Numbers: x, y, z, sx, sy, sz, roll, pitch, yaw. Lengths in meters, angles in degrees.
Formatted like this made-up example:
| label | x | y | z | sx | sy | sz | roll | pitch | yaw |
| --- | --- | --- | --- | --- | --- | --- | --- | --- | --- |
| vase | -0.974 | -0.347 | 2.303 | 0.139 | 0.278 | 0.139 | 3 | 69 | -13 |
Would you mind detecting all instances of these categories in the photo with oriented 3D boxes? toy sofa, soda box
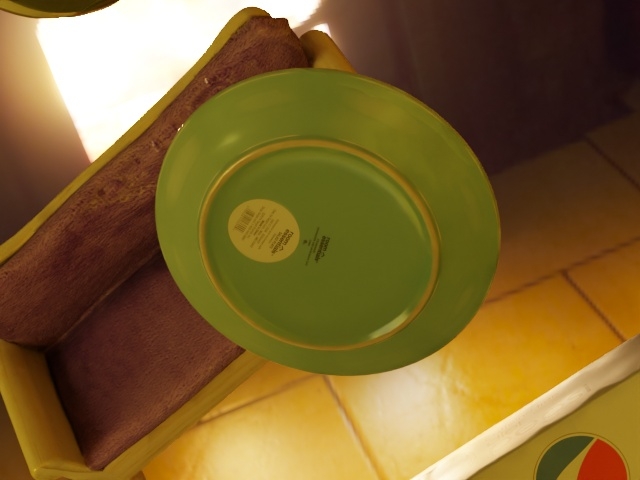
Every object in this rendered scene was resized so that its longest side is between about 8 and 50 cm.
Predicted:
| label | x | y | z | sx | sy | sz | roll | pitch | yaw |
| --- | --- | --- | --- | --- | --- | --- | --- | --- | --- |
| toy sofa | -0.091 | 0.017 | 0.953 | 0.362 | 0.177 | 0.150 | -40 | 54 | 12 |
| soda box | 0.110 | 0.139 | 0.707 | 0.216 | 0.069 | 0.074 | -33 | 3 | 5 |

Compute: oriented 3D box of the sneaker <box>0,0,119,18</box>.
| label | x | y | z | sx | sy | sz | roll | pitch | yaw |
| --- | --- | --- | --- | --- | --- | --- | --- | --- | --- |
| sneaker | -0.155 | -0.164 | 0.677 | 0.086 | 0.064 | 0.192 | -13 | -12 | 40 |

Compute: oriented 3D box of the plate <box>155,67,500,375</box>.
| label | x | y | z | sx | sy | sz | roll | pitch | yaw |
| --- | --- | --- | --- | --- | --- | --- | --- | --- | --- |
| plate | 0.000 | 0.000 | 0.685 | 0.188 | 0.188 | 0.024 | -6 | 29 | 16 |
